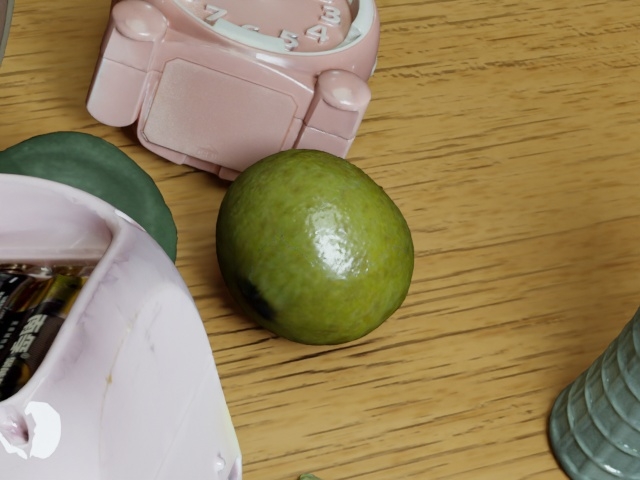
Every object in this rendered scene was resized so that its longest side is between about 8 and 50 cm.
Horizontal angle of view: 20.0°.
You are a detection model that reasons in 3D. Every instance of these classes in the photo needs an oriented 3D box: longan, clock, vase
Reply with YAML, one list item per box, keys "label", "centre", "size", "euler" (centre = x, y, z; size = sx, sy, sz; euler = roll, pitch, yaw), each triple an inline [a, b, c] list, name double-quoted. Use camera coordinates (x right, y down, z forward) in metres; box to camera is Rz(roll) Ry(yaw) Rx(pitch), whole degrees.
- label: "longan"
  centre: [0.000, 0.000, 1.407]
  size: [0.176, 0.145, 0.155]
  euler: [-49, 122, -48]
- label: "clock"
  centre: [-0.066, -0.171, 1.515]
  size: [0.227, 0.142, 0.241]
  euler: [18, 43, -8]
- label: "clock"
  centre: [-0.264, 0.109, 1.125]
  size: [0.376, 0.250, 0.368]
  euler: [1, 36, 17]
- label: "vase"
  centre: [0.274, 0.083, 1.341]
  size: [0.143, 0.299, 0.143]
  euler: [9, 55, -12]

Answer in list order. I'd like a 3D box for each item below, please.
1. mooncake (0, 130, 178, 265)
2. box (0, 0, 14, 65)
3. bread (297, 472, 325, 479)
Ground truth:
- label: "mooncake"
  centre: [-0.195, 0.009, 1.358]
  size: [0.168, 0.104, 0.175]
  euler: [14, 56, -13]
- label: "box"
  centre: [-0.385, -0.145, 1.302]
  size: [0.216, 0.301, 0.301]
  euler: [26, 52, 9]
- label: "bread"
  centre: [0.005, 0.248, 1.223]
  size: [0.167, 0.163, 0.264]
  euler: [29, 53, 6]
